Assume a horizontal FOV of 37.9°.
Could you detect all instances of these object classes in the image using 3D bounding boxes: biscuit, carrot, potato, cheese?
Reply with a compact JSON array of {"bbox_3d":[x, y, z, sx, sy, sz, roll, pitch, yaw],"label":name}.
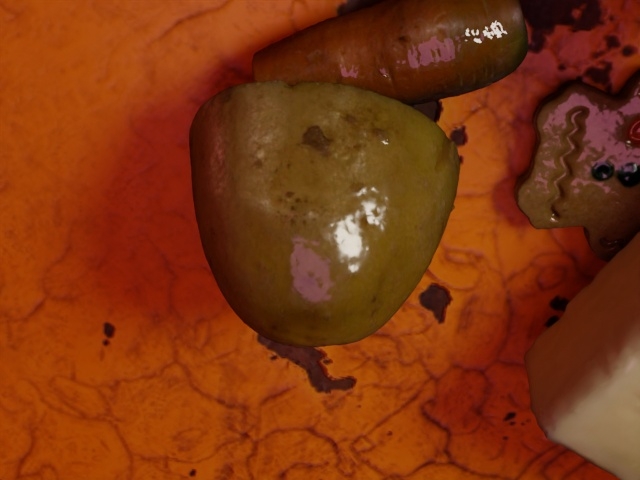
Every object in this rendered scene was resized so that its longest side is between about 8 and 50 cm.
[{"bbox_3d":[0.270,-0.053,0.724,0.225,0.036,0.166,9,116,-2],"label":"biscuit"},{"bbox_3d":[0.048,-0.132,0.666,0.193,0.087,0.087,-14,115,8],"label":"carrot"},{"bbox_3d":[0.000,0.000,0.667,0.203,0.158,0.178,21,143,-28],"label":"potato"},{"bbox_3d":[0.333,0.081,0.723,0.242,0.124,0.265,24,122,-22],"label":"cheese"}]
